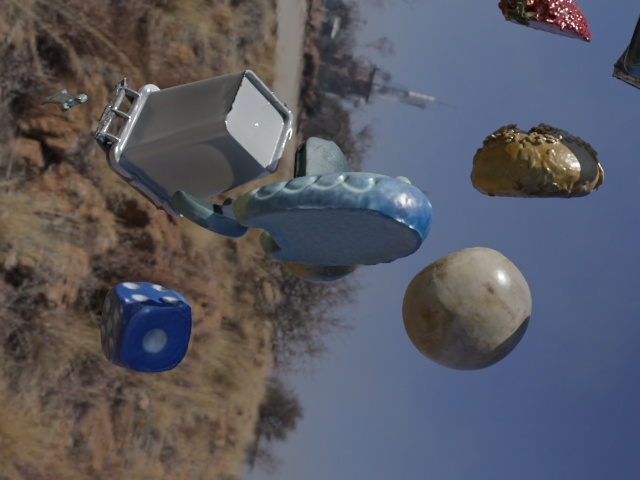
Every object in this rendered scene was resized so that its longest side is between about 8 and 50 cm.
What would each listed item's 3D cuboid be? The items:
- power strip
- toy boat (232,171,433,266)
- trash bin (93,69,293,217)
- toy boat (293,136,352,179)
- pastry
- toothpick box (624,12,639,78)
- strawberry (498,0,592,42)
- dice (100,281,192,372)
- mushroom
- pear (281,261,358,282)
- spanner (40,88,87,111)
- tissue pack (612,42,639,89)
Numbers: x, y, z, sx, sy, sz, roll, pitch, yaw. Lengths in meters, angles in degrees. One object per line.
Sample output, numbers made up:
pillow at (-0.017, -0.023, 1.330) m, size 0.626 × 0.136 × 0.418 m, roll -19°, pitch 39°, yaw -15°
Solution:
power strip at (-0.212, -0.055, 1.763) m, size 0.216 × 0.137 × 0.044 m, roll 8°, pitch 115°, yaw -56°
toy boat at (0.027, -0.051, 1.379) m, size 0.215 × 0.330 × 0.123 m, roll 54°, pitch 39°, yaw -52°
trash bin at (-0.277, -0.237, 1.807) m, size 0.367 × 0.296 × 0.256 m, roll -10°, pitch -131°, yaw 37°
toy boat at (0.007, -0.132, 1.657) m, size 0.092 × 0.141 × 0.319 m, roll -47°, pitch -160°, yaw 23°
pastry at (0.535, -0.199, 2.022) m, size 0.284 × 0.315 × 0.184 m, roll -51°, pitch 142°, yaw -82°
toothpick box at (0.631, -0.387, 1.471) m, size 0.120 × 0.120 × 0.184 m, roll -144°, pitch -111°, yaw -85°
strawberry at (0.484, -0.499, 1.729) m, size 0.236 × 0.175 × 0.107 m, roll -8°, pitch 118°, yaw -53°
dice at (-0.336, 0.165, 1.567) m, size 0.146 × 0.146 × 0.143 m, roll 30°, pitch -71°, yaw 56°
mushroom at (0.326, 0.137, 1.879) m, size 0.290 × 0.297 × 0.297 m, roll -106°, pitch -152°, yaw -63°
pear at (0.000, 0.000, 1.834) m, size 0.211 × 0.228 × 0.188 m, roll 111°, pitch -29°, yaw -60°
spanner at (-0.581, -0.315, 1.823) m, size 0.302 × 0.071 × 0.017 m, roll 26°, pitch -35°, yaw 61°
tissue pack at (0.829, -0.405, 1.892) m, size 0.173 × 0.235 × 0.073 m, roll -53°, pitch 157°, yaw -8°
